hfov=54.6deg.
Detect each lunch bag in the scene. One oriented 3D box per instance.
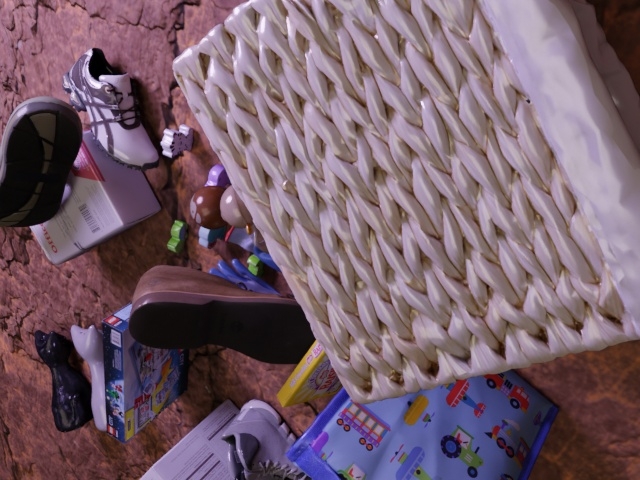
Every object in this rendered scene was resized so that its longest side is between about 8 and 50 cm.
[{"bbox_3d":[0.116,0.232,0.707,0.221,0.293,0.138,40,126,11],"label":"lunch bag"}]

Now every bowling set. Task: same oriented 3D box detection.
[{"bbox_3d":[-0.070,-0.063,0.678,0.200,0.154,0.287,-21,65,9],"label":"bowling set"}]

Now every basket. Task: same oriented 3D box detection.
[{"bbox_3d":[0.119,-0.088,0.524,0.266,0.328,0.331,-27,95,31],"label":"basket"}]

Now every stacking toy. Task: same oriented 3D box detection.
[{"bbox_3d":[-0.153,-0.046,0.900,0.167,0.052,0.221,23,122,21],"label":"stacking toy"}]

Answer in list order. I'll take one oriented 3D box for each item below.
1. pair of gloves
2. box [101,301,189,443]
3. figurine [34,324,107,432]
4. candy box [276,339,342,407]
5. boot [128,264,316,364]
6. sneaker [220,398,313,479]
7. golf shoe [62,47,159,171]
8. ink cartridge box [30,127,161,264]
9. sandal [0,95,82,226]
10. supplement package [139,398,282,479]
[{"bbox_3d":[-0.072,0.045,0.882,0.159,0.023,0.198,25,124,-5],"label":"pair of gloves"},{"bbox_3d":[-0.283,0.196,1.021,0.044,0.159,0.233,21,120,21],"label":"box"},{"bbox_3d":[-0.467,0.263,1.217,0.215,0.092,0.209,-13,100,34],"label":"figurine"},{"bbox_3d":[0.026,0.155,0.847,0.027,0.105,0.206,59,134,32],"label":"candy box"},{"bbox_3d":[-0.102,0.093,0.856,0.305,0.115,0.112,12,119,-18],"label":"boot"},{"bbox_3d":[-0.070,0.372,0.987,0.229,0.132,0.086,40,126,11],"label":"sneaker"},{"bbox_3d":[-0.300,-0.192,0.909,0.198,0.077,0.094,50,127,2],"label":"golf shoe"},{"bbox_3d":[-0.385,-0.070,1.007,0.218,0.092,0.158,-22,98,35],"label":"ink cartridge box"},{"bbox_3d":[-0.430,-0.110,0.908,0.303,0.120,0.086,-41,56,35],"label":"sandal"},{"bbox_3d":[-0.168,0.457,1.044,0.262,0.198,0.199,46,126,6],"label":"supplement package"}]
